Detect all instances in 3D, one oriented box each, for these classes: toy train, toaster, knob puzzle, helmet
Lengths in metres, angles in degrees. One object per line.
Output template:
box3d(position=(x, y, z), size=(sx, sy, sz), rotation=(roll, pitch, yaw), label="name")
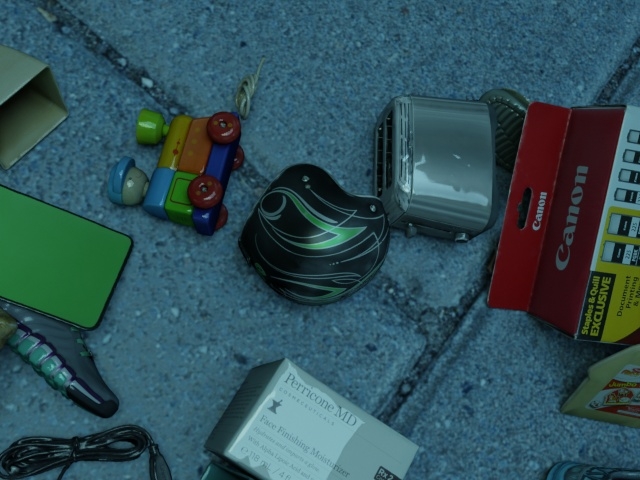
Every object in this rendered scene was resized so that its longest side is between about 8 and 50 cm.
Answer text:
box3d(position=(-0.169, -0.140, 0.902), size=(0.143, 0.105, 0.248), rotation=(13, 72, 1), label="toy train")
box3d(position=(0.157, -0.111, 0.971), size=(0.147, 0.129, 0.226), rotation=(6, 76, -13), label="toaster")
box3d(position=(0.450, 0.187, 0.964), size=(0.213, 0.213, 0.030), rotation=(14, 40, -13), label="knob puzzle")
box3d(position=(0.000, 0.000, 0.877), size=(0.162, 0.169, 0.169), rotation=(35, 68, 11), label="helmet")

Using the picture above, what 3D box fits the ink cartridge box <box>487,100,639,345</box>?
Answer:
box3d(position=(0.402, -0.021, 0.964), size=(0.272, 0.130, 0.309), rotation=(7, 98, -15), label="ink cartridge box")

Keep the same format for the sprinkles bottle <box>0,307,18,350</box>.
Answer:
box3d(position=(-0.437, 0.209, 0.677), size=(0.121, 0.121, 0.355), rotation=(30, 81, -8), label="sprinkles bottle")

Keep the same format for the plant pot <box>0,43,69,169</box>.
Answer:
box3d(position=(-0.385, -0.172, 0.839), size=(0.096, 0.109, 0.109), rotation=(37, 68, 8), label="plant pot")

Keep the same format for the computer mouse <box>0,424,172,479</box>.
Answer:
box3d(position=(-0.245, 0.336, 0.773), size=(0.184, 0.060, 0.262), rotation=(-10, 68, -15), label="computer mouse")

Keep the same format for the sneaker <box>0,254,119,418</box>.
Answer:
box3d(position=(-0.300, 0.103, 0.804), size=(0.224, 0.083, 0.098), rotation=(42, 64, -2), label="sneaker")

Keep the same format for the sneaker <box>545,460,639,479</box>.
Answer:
box3d(position=(0.440, 0.358, 0.935), size=(0.262, 0.125, 0.104), rotation=(9, 74, -14), label="sneaker")

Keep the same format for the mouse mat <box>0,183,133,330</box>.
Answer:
box3d(position=(-0.327, 0.016, 0.817), size=(0.190, 0.007, 0.152), rotation=(22, 45, -13), label="mouse mat")

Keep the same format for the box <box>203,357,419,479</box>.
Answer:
box3d(position=(-0.018, 0.234, 0.799), size=(0.181, 0.182, 0.119), rotation=(34, 70, -6), label="box")

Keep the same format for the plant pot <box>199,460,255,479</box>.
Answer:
box3d(position=(-0.045, 0.381, 0.771), size=(0.234, 0.166, 0.165), rotation=(34, 69, -14), label="plant pot")

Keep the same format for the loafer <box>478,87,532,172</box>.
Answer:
box3d(position=(0.333, -0.139, 1.061), size=(0.251, 0.094, 0.087), rotation=(42, 44, -13), label="loafer")
